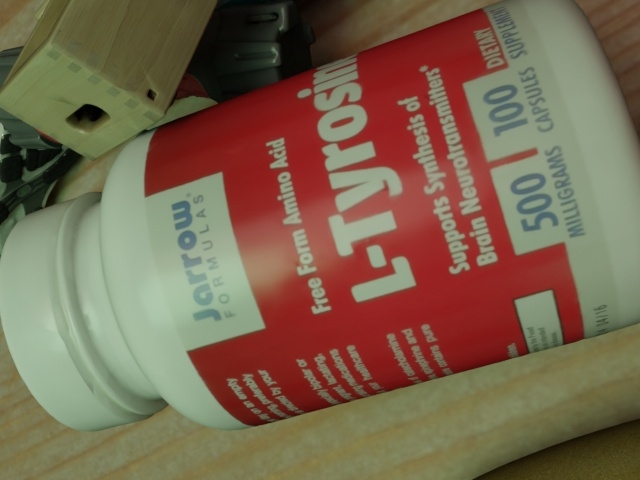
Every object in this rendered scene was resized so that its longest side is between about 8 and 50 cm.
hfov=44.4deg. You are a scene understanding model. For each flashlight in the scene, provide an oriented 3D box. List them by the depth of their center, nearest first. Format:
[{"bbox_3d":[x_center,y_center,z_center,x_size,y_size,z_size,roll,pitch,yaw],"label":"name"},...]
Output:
[{"bbox_3d":[-0.150,-0.133,0.690,0.304,0.103,0.103,3,76,25],"label":"flashlight"}]

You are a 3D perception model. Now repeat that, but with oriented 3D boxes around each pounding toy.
[{"bbox_3d":[-0.146,-0.169,0.583,0.181,0.094,0.206,-14,51,53],"label":"pounding toy"}]

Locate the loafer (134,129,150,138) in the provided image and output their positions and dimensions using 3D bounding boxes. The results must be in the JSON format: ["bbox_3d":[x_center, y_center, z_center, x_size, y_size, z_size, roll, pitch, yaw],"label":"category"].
[{"bbox_3d":[-0.087,-0.010,0.737,0.087,0.094,0.251,-35,81,12],"label":"loafer"}]

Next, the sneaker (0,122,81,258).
[{"bbox_3d":[-0.344,-0.097,0.853,0.121,0.111,0.300,38,104,30],"label":"sneaker"}]

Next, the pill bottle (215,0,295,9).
[{"bbox_3d":[-0.015,-0.283,0.645,0.264,0.146,0.146,-18,84,27],"label":"pill bottle"}]

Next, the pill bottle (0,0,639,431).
[{"bbox_3d":[0.000,0.000,0.554,0.407,0.229,0.229,-18,84,12],"label":"pill bottle"}]

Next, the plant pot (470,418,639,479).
[{"bbox_3d":[0.196,0.234,0.535,0.254,0.237,0.237,-18,84,43],"label":"plant pot"}]
